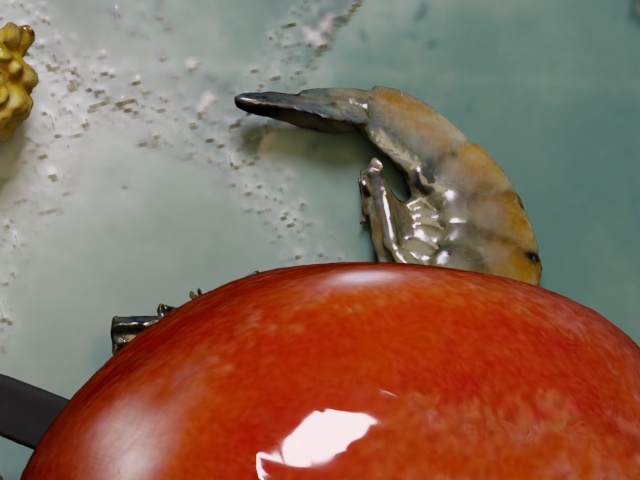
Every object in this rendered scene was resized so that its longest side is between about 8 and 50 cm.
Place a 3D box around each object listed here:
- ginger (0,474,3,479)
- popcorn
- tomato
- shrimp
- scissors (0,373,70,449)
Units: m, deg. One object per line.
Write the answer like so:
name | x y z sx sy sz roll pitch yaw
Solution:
ginger | -0.194 0.070 0.833 0.095 0.069 0.190 -19 85 -12
popcorn | -0.166 -0.079 0.877 0.082 0.057 0.083 7 81 -7
tomato | 0.020 0.169 0.750 0.290 0.293 0.325 3 93 -13
shrimp | 0.000 0.000 0.913 0.217 0.051 0.150 -9 78 -24
scissors | -0.089 0.090 0.852 0.220 0.017 0.088 25 76 -27
